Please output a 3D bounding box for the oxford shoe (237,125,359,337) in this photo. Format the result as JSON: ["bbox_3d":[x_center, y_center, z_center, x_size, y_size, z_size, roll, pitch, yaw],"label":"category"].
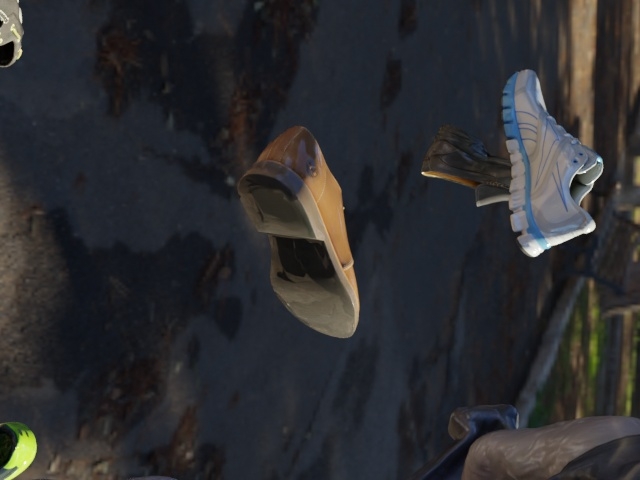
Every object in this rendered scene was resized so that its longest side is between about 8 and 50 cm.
[{"bbox_3d":[0.000,0.000,0.776,0.212,0.076,0.076,76,34,-47],"label":"oxford shoe"}]

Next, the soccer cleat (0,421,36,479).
[{"bbox_3d":[-0.305,0.189,0.746,0.060,0.179,0.072,57,-15,15],"label":"soccer cleat"}]

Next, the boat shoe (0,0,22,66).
[{"bbox_3d":[-0.399,-0.260,1.180,0.228,0.081,0.068,-177,-95,-83],"label":"boat shoe"}]

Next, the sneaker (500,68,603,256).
[{"bbox_3d":[0.218,-0.080,0.911,0.071,0.083,0.190,33,48,-52],"label":"sneaker"}]

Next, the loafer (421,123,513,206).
[{"bbox_3d":[0.189,-0.061,1.069,0.061,0.170,0.062,-56,154,-3],"label":"loafer"}]

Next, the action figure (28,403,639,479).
[{"bbox_3d":[0.079,0.172,0.310,0.178,0.330,0.341,105,-33,-43],"label":"action figure"}]
